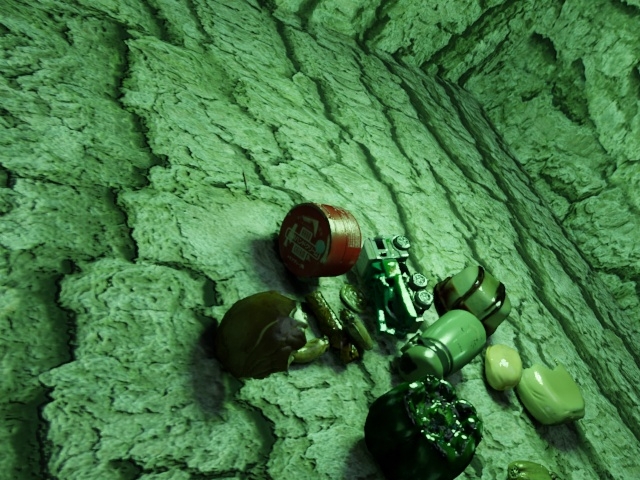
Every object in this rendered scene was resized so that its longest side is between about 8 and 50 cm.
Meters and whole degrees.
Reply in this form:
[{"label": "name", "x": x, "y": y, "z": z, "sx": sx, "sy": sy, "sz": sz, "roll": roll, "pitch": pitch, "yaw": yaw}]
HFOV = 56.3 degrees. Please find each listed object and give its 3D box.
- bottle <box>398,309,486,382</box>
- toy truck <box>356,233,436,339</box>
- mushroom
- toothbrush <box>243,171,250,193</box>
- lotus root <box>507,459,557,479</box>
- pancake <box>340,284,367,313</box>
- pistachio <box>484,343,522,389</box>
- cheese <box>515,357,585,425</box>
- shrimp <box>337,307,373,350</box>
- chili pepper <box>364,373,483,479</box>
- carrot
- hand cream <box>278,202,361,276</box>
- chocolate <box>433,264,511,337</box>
[{"label": "bottle", "x": 0.369, "y": 0.340, "z": 1.845, "sx": 0.347, "sy": 0.168, "sz": 0.168, "roll": -20, "pitch": 69, "yaw": -49}, {"label": "toy truck", "x": 0.228, "y": 0.145, "z": 1.896, "sx": 0.178, "sy": 0.176, "sz": 0.363, "roll": 2, "pitch": 49, "yaw": -16}, {"label": "mushroom", "x": -0.097, "y": 0.267, "z": 1.464, "sx": 0.302, "sy": 0.233, "sz": 0.208, "roll": 43, "pitch": -12, "yaw": -22}, {"label": "toothbrush", "x": -0.237, "y": -0.186, "z": 1.921, "sx": 0.006, "sy": 0.008, "sz": 0.097, "roll": 29, "pitch": 34, "yaw": -44}, {"label": "lotus root", "x": 0.633, "y": 0.709, "z": 1.790, "sx": 0.183, "sy": 0.077, "sz": 0.090, "roll": 17, "pitch": 50, "yaw": -30}, {"label": "pancake", "x": 0.106, "y": 0.181, "z": 1.871, "sx": 0.108, "sy": 0.017, "sz": 0.108, "roll": 30, "pitch": 33, "yaw": -22}, {"label": "pistachio", "x": 0.625, "y": 0.424, "z": 2.045, "sx": 0.145, "sy": 0.117, "sz": 0.200, "roll": 52, "pitch": 33, "yaw": -14}, {"label": "cheese", "x": 0.811, "y": 0.537, "z": 2.111, "sx": 0.266, "sy": 0.127, "sz": 0.233, "roll": 14, "pitch": 44, "yaw": -38}, {"label": "shrimp", "x": 0.089, "y": 0.237, "z": 1.690, "sx": 0.126, "sy": 0.047, "sz": 0.223, "roll": 52, "pitch": -4, "yaw": 42}, {"label": "chili pepper", "x": 0.250, "y": 0.485, "z": 1.489, "sx": 0.233, "sy": 0.256, "sz": 0.248, "roll": -7, "pitch": 57, "yaw": -43}, {"label": "carrot", "x": 0.031, "y": 0.242, "z": 1.689, "sx": 0.069, "sy": 0.069, "sz": 0.228, "roll": -6, "pitch": 56, "yaw": -48}, {"label": "hand cream", "x": 0.000, "y": 0.000, "z": 1.774, "sx": 0.149, "sy": 0.230, "sz": 0.230, "roll": 0, "pitch": 53, "yaw": -46}, {"label": "chocolate", "x": 0.564, "y": 0.212, "z": 2.152, "sx": 0.284, "sy": 0.186, "sz": 0.283, "roll": 26, "pitch": 39, "yaw": -23}]
